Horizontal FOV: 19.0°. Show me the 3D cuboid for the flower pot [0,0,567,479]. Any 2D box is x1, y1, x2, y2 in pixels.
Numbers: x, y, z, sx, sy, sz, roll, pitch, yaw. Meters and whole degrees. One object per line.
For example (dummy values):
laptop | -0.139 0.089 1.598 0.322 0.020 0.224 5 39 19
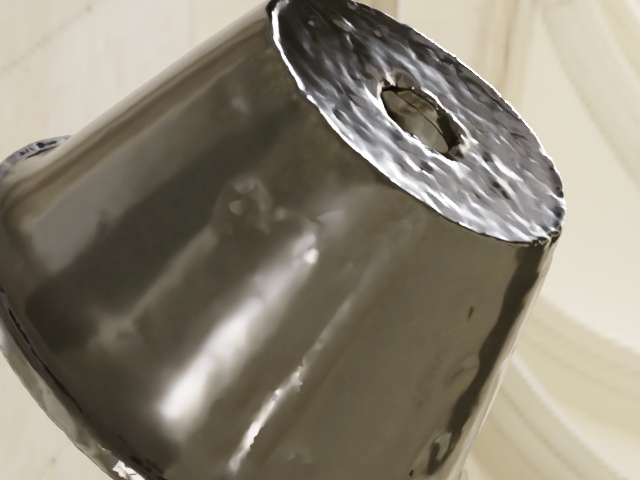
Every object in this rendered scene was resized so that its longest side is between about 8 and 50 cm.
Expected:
flower pot | 0.000 0.000 0.838 0.269 0.166 0.269 33 -154 -18
